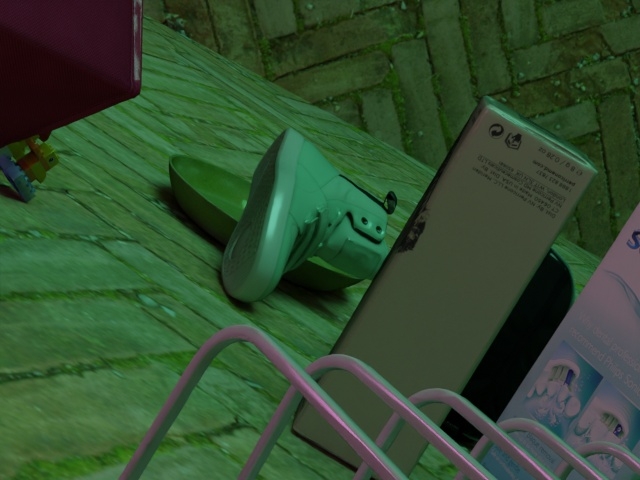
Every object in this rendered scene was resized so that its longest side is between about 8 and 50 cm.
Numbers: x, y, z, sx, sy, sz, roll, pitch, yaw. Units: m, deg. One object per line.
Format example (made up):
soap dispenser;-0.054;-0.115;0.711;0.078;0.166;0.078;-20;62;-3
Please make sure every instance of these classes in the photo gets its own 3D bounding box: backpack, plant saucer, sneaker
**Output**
backpack;0.133;0.063;1.382;0.165;0.188;0.144;31;10;4
plant saucer;-0.061;-0.012;1.613;0.241;0.037;0.241;30;10;-6
sneaker;0.000;-0.001;1.450;0.151;0.094;0.256;34;31;-11

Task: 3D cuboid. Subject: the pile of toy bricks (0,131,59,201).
pile of toy bricks;-0.240;-0.131;1.234;0.118;0.105;0.212;44;-15;34

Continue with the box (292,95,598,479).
box;0.089;0.036;1.132;0.094;0.275;0.113;31;9;-1

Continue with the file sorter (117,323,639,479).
file sorter;0.053;0.170;0.673;0.277;0.173;0.193;22;13;-41

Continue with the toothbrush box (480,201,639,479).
toothbrush box;0.221;0.147;0.924;0.216;0.296;0.126;26;11;-31

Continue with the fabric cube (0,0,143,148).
fabric cube;-0.291;-0.207;0.978;0.258;0.259;0.254;21;58;-49
